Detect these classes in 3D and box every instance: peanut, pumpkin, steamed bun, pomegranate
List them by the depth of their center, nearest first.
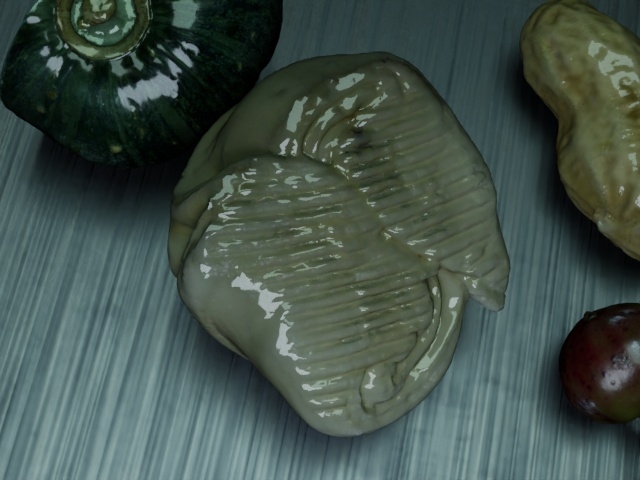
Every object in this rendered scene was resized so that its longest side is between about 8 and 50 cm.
[{"bbox_3d":[0.007,-0.007,1.145,0.310,0.219,0.324,-47,113,-13],"label":"steamed bun"},{"bbox_3d":[0.303,0.142,1.167,0.129,0.129,0.159,-6,80,-9],"label":"pomegranate"},{"bbox_3d":[-0.156,-0.196,1.187,0.197,0.263,0.293,36,82,-2],"label":"pumpkin"},{"bbox_3d":[0.315,-0.123,1.267,0.153,0.140,0.325,-26,70,2],"label":"peanut"}]
